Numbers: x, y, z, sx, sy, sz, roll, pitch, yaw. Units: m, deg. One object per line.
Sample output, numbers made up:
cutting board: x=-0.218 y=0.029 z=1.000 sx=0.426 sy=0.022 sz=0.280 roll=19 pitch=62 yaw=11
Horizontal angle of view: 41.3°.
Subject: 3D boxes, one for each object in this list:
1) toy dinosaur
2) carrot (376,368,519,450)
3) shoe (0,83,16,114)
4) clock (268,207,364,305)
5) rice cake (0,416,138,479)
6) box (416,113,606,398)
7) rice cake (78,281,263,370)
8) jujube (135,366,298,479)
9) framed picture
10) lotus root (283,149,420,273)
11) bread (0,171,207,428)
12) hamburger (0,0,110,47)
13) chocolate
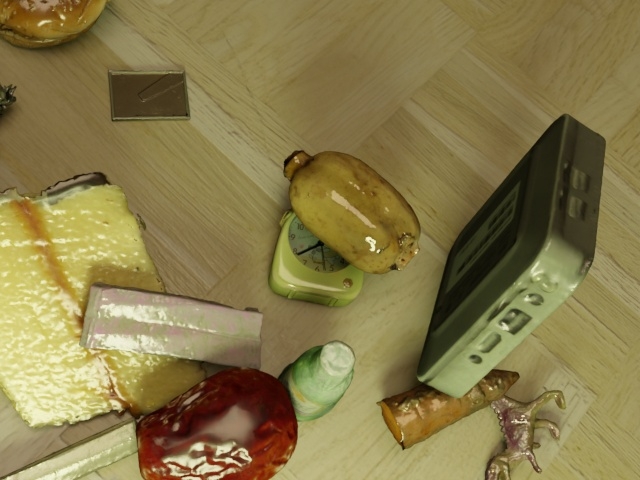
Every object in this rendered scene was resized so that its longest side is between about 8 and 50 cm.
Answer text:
toy dinosaur: x=0.339 y=0.316 z=1.536 sx=0.199 sy=0.072 sz=0.251 roll=-11 pitch=80 yaw=-10
carrot: x=0.235 y=0.280 z=1.489 sx=0.263 sy=0.102 sz=0.102 roll=-18 pitch=74 yaw=-13
shoe: x=-0.597 y=-0.226 z=1.481 sx=0.149 sy=0.109 sz=0.293 roll=-19 pitch=70 yaw=-15
clock: x=0.000 y=0.000 z=1.573 sx=0.170 sy=0.069 sz=0.232 roll=12 pitch=65 yaw=-9
rice cake: x=-0.392 y=0.351 z=1.335 sx=0.256 sy=0.052 sz=0.057 roll=-22 pitch=78 yaw=-22
box: x=0.314 y=0.027 z=1.419 sx=0.111 sy=0.396 sz=0.397 roll=29 pitch=43 yaw=-4
rice cake: x=-0.232 y=0.139 z=1.376 sx=0.297 sy=0.050 sz=0.106 roll=11 pitch=93 yaw=-23
jujube: x=-0.164 y=0.307 z=1.347 sx=0.255 sy=0.190 sz=0.190 roll=-11 pitch=72 yaw=-15
framed picture: x=-0.329 y=-0.279 z=1.631 sx=0.149 sy=0.011 sz=0.109 roll=-3 pitch=70 yaw=-16
lotus root: x=0.052 y=-0.059 z=1.493 sx=0.284 sy=0.146 sz=0.160 roll=39 pitch=45 yaw=7
bread: x=-0.400 y=0.111 z=1.342 sx=0.345 sy=0.242 sz=0.405 roll=-24 pitch=72 yaw=-22
hamburger: x=-0.515 y=-0.482 z=1.598 sx=0.286 sy=0.146 sz=0.243 roll=19 pitch=72 yaw=-8
chocolate: x=-0.003 y=0.220 z=1.359 sx=0.110 sy=0.291 sz=0.110 roll=4 pitch=69 yaw=-10
